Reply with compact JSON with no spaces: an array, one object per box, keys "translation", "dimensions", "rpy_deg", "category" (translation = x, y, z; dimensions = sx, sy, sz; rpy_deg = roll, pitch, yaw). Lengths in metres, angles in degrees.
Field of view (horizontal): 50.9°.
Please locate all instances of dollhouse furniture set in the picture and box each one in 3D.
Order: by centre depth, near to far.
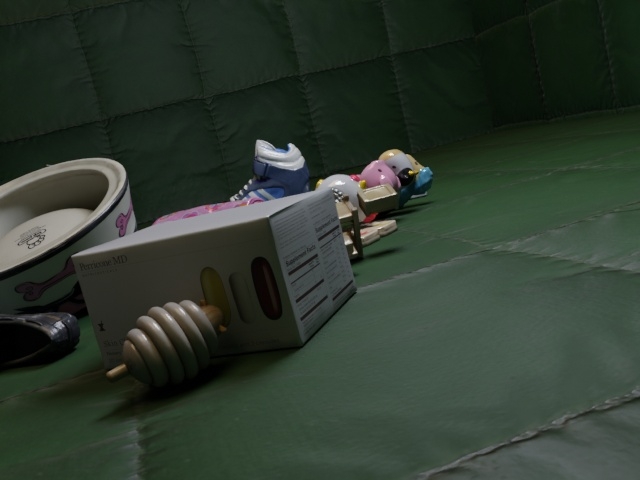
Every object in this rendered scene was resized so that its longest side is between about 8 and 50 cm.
[{"translation":[0.052,0.010,1.045],"dimensions":[0.182,0.101,0.161],"rpy_deg":[-15,33,-8],"category":"dollhouse furniture set"}]

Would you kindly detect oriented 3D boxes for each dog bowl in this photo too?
[{"translation":[-0.527,0.010,1.265],"dimensions":[0.408,0.150,0.408],"rpy_deg":[-13,32,8],"category":"dog bowl"}]

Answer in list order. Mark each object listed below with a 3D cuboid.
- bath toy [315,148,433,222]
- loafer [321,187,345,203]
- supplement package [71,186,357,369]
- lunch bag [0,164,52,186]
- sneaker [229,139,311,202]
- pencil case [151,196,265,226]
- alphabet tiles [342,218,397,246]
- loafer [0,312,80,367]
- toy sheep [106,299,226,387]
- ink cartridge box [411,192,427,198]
[{"translation":[0.117,-0.106,1.396],"dimensions":[0.129,0.151,0.348],"rpy_deg":[19,21,25],"category":"bath toy"},{"translation":[-0.056,0.002,1.169],"dimensions":[0.251,0.094,0.087],"rpy_deg":[-25,-29,2],"category":"loafer"},{"translation":[-0.120,0.041,0.822],"dimensions":[0.262,0.145,0.204],"rpy_deg":[-11,9,22],"category":"supplement package"},{"translation":[-0.710,-0.048,1.804],"dimensions":[0.115,0.303,0.243],"rpy_deg":[-12,8,39],"category":"lunch bag"},{"translation":[-0.190,-0.173,1.994],"dimensions":[0.323,0.236,0.130],"rpy_deg":[-12,9,12],"category":"sneaker"},{"translation":[-0.243,-0.019,1.510],"dimensions":[0.284,0.124,0.124],"rpy_deg":[-10,9,27],"category":"pencil case"},{"translation":[0.000,0.000,1.308],"dimensions":[0.284,0.021,0.278],"rpy_deg":[-8,10,37],"category":"alphabet tiles"},{"translation":[-0.448,0.139,0.936],"dimensions":[0.223,0.076,0.078],"rpy_deg":[-8,2,11],"category":"loafer"},{"translation":[-0.152,0.106,0.674],"dimensions":[0.132,0.091,0.091],"rpy_deg":[-35,18,-28],"category":"toy sheep"},{"translation":[0.209,-0.141,1.732],"dimensions":[0.109,0.063,0.150],"rpy_deg":[-13,9,6],"category":"ink cartridge box"}]
